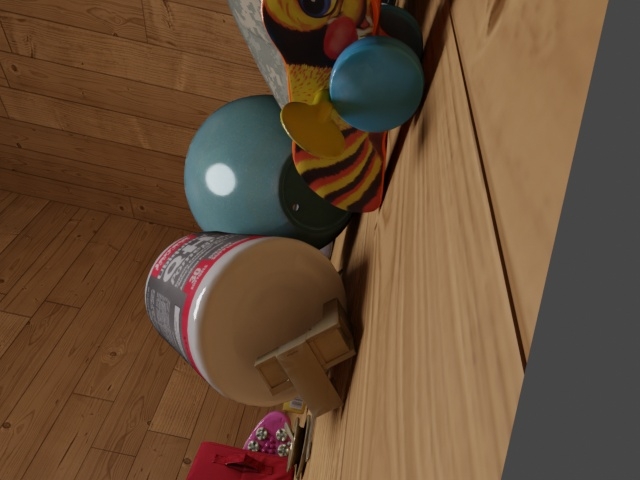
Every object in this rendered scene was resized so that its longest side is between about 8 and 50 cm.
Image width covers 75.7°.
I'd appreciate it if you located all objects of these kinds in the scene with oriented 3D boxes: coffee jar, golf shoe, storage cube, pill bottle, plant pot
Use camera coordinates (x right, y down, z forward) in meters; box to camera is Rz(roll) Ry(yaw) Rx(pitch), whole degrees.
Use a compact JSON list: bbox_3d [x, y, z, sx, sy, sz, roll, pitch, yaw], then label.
[{"bbox_3d":[0.000,0.000,1.257,0.184,0.079,0.096,-84,3,-75],"label":"coffee jar"},{"bbox_3d":[-0.130,0.537,0.954,0.140,0.116,0.305,59,-135,-86],"label":"golf shoe"},{"bbox_3d":[-0.159,0.502,0.705,0.193,0.184,0.214,-82,5,-75],"label":"storage cube"},{"bbox_3d":[-0.125,0.076,0.541,0.319,0.177,0.176,4,80,56],"label":"pill bottle"},{"bbox_3d":[-0.048,-0.092,0.658,0.196,0.291,0.289,20,98,58],"label":"plant pot"}]

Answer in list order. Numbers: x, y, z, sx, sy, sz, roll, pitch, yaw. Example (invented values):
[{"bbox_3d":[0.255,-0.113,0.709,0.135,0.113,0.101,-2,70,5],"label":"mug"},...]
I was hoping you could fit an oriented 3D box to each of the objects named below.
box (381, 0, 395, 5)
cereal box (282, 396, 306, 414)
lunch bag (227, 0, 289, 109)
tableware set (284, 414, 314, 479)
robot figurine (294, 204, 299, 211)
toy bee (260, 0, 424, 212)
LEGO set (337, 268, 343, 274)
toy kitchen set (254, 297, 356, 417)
[{"bbox_3d":[0.130,-0.599,0.947,0.184,0.103,0.260,-68,-9,-78],"label":"box"},{"bbox_3d":[-0.030,0.227,0.873,0.240,0.048,0.172,-86,9,-85],"label":"cereal box"},{"bbox_3d":[-0.024,-0.289,0.500,0.235,0.169,0.286,65,-166,-51],"label":"lunch bag"},{"bbox_3d":[-0.046,0.338,0.574,0.194,0.039,0.128,-78,1,-48],"label":"tableware set"},{"bbox_3d":[0.002,-0.197,1.150,0.209,0.174,0.277,24,106,45],"label":"robot figurine"},{"bbox_3d":[0.009,-0.165,0.338,0.195,0.163,0.297,-75,-2,-65],"label":"toy bee"},{"bbox_3d":[0.020,0.074,0.632,0.083,0.024,0.054,104,178,-57],"label":"LEGO set"},{"bbox_3d":[-0.004,0.112,0.389,0.068,0.083,0.075,61,-174,-8],"label":"toy kitchen set"}]
